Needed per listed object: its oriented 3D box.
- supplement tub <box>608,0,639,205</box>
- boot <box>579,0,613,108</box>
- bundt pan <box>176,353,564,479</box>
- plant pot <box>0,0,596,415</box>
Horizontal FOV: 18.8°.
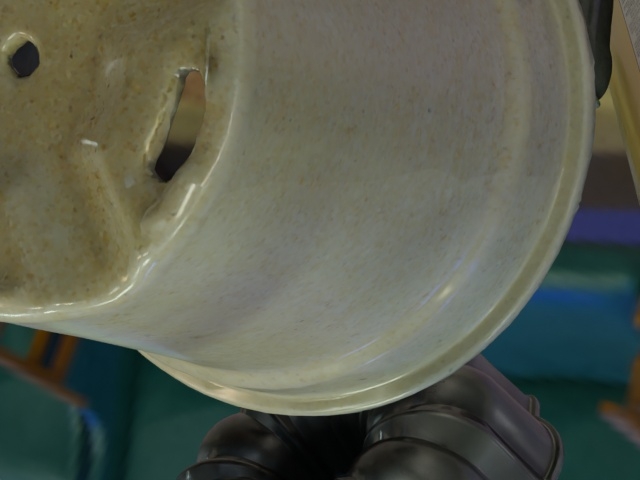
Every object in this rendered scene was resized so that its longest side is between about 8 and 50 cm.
[{"bbox_3d":[0.313,-0.102,1.279,0.241,0.331,0.241,0,124,0],"label":"supplement tub"},{"bbox_3d":[0.217,-0.195,1.195,0.208,0.190,0.076,-22,151,12],"label":"boot"},{"bbox_3d":[0.013,0.191,1.473,0.330,0.331,0.124,-3,133,48],"label":"bundt pan"},{"bbox_3d":[-0.071,-0.072,0.935,0.333,0.334,0.305,10,-176,24],"label":"plant pot"}]
